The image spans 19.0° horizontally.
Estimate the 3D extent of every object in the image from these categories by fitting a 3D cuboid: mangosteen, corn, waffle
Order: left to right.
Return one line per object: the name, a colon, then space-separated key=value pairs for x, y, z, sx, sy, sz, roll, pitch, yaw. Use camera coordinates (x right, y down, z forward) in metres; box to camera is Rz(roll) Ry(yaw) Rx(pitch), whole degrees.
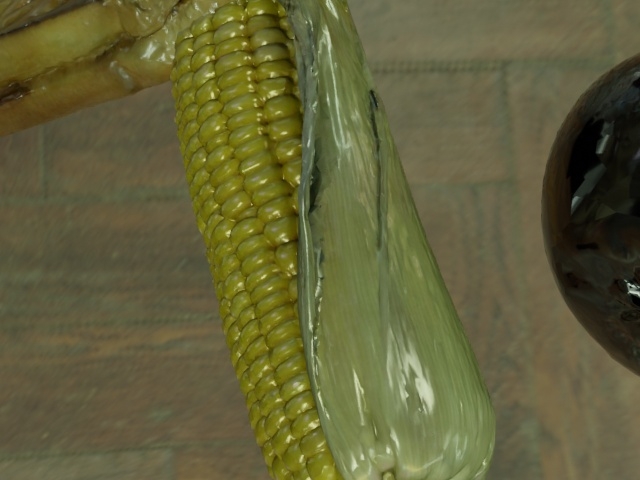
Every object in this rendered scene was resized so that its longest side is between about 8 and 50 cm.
waffle: x=-0.211 y=-0.187 z=1.617 sx=0.098 sy=0.328 sz=0.224 roll=57 pitch=40 yaw=-22
corn: x=0.005 y=-0.001 z=0.958 sx=0.123 sy=0.122 sz=0.305 roll=8 pitch=56 yaw=-40
mangosteen: x=0.314 y=-0.029 z=1.447 sx=0.300 sy=0.300 sz=0.300 roll=3 pitch=79 yaw=-14
